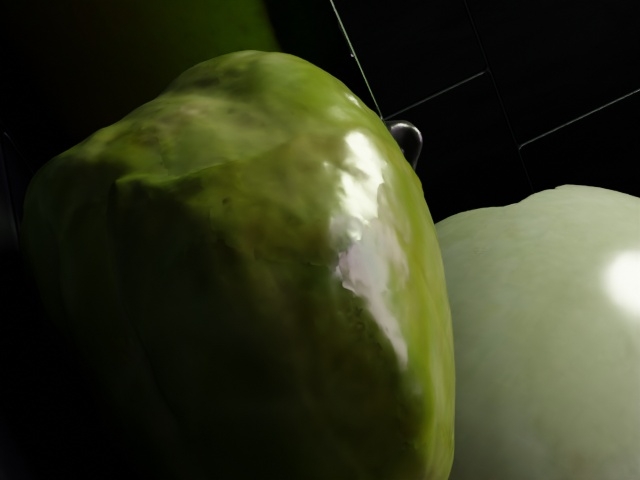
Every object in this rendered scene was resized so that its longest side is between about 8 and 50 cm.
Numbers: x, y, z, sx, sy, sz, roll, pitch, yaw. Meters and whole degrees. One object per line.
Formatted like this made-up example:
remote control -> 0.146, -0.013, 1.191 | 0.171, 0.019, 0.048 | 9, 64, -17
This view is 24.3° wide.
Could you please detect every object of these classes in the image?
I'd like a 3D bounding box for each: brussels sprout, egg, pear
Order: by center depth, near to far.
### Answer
brussels sprout -> -0.021, 0.032, 0.588 | 0.223, 0.161, 0.223 | 57, 1, -1
pear -> -0.094, -0.159, 0.839 | 0.399, 0.165, 0.399 | -24, 90, -86
egg -> 0.131, 0.112, 0.887 | 0.336, 0.278, 0.278 | -42, 114, -42

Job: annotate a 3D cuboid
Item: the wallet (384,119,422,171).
wallet -> 0.000, 0.000, 1.153 | 0.377, 0.051, 0.197 | -154, -108, -77
